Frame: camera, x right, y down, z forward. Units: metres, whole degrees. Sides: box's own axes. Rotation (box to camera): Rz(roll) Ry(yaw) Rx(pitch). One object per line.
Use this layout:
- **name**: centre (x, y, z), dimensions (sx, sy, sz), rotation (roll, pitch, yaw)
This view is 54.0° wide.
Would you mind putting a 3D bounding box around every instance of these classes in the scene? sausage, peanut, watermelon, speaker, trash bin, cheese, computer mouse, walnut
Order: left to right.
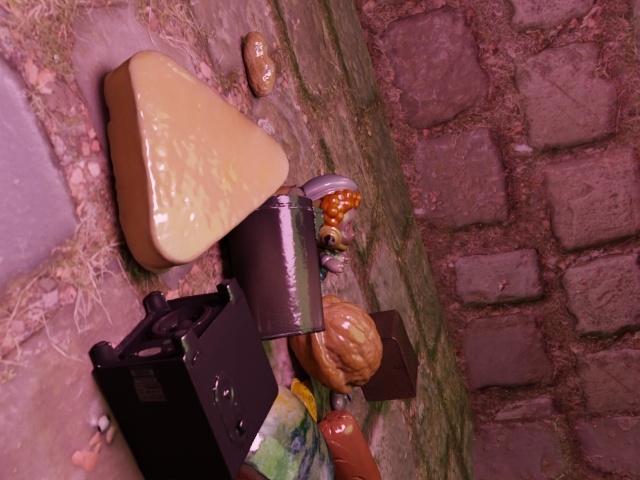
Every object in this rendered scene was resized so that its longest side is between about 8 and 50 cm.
- **cheese**: centre (-0.244, -0.111, 1.139), dimensions (0.384, 0.104, 0.384), rotation (15, 69, -44)
- **speaker**: centre (-0.208, 0.223, 1.046), dimensions (0.232, 0.184, 0.254), rotation (-57, 134, -62)
- **peanut**: centre (-0.162, -0.475, 1.694), dimensions (0.080, 0.080, 0.174), rotation (-25, 104, -69)
- **watermelon**: centre (-0.090, 0.429, 1.201), dimensions (0.262, 0.201, 0.213), rotation (55, 31, -19)
- **trash bin**: centre (-0.098, 0.068, 1.388), dimensions (0.252, 0.203, 0.301), rotation (0, 78, -29)
- **cheese**: centre (-0.043, 0.406, 1.563), dimensions (0.250, 0.064, 0.156), rotation (-44, 122, -78)
- **walnut**: centre (0.038, 0.265, 1.626), dimensions (0.257, 0.224, 0.257), rotation (32, 52, -54)
- **computer mouse**: centre (0.058, 0.459, 1.837), dimensions (0.096, 0.039, 0.066), rotation (-79, 150, -48)
- **sausage**: centre (0.076, 0.585, 1.701), dimensions (0.121, 0.121, 0.304), rotation (-72, 146, -54)

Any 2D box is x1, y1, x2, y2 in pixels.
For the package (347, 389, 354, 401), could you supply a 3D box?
- **package**: centre (0.099, 0.453, 1.989), dimensions (0.110, 0.015, 0.037), rotation (-76, 154, -47)

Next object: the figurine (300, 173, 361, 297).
- **figurine**: centre (-0.007, 0.005, 1.741), dimensions (0.224, 0.205, 0.382), rotation (32, 67, -77)

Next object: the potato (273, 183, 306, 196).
- **potato**: centre (-0.100, -0.022, 1.591), dimensions (0.138, 0.098, 0.243), rotation (23, 61, -64)

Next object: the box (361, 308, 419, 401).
- **box**: centre (0.208, 0.382, 2.075), dimensions (0.143, 0.184, 0.273), rotation (-70, 143, -53)
